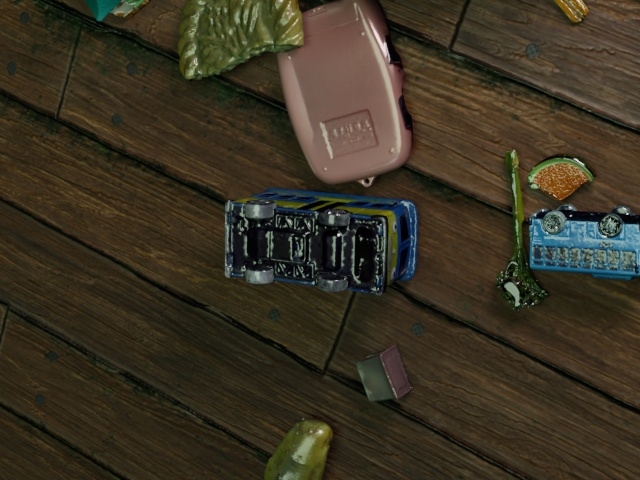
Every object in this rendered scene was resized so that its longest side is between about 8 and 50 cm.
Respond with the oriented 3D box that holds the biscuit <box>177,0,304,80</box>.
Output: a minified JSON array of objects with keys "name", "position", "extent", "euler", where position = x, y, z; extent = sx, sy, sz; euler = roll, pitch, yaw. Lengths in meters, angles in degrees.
[{"name":"biscuit","position":[-0.148,-0.379,2.058],"extent":[0.274,0.036,0.187],"euler":[-15,81,37]}]

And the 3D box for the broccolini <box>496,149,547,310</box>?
[{"name":"broccolini","position":[0.312,-0.016,1.943],"extent":[0.057,0.071,0.254],"euler":[-179,84,-67]}]

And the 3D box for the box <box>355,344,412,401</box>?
[{"name":"box","position":[0.106,0.229,2.067],"extent":[0.063,0.060,0.084],"euler":[-20,92,32]}]

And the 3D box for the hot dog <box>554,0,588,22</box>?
[{"name":"hot dog","position":[0.372,-0.365,1.846],"extent":[0.083,0.021,0.037],"euler":[53,137,4]}]

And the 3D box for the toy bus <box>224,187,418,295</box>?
[{"name":"toy bus","position":[0.000,0.000,2.005],"extent":[0.288,0.175,0.138],"euler":[6,102,24]}]

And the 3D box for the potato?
[{"name":"potato","position":[-0.038,0.396,2.154],"extent":[0.105,0.085,0.188],"euler":[31,107,15]}]

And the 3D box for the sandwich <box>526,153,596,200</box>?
[{"name":"sandwich","position":[0.370,-0.100,1.897],"extent":[0.101,0.026,0.069],"euler":[-35,88,29]}]

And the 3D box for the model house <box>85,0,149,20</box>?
[{"name":"model house","position":[-0.354,-0.452,2.100],"extent":[0.127,0.149,0.100],"euler":[-36,81,28]}]

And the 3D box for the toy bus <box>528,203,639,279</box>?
[{"name":"toy bus","position":[0.416,0.002,1.859],"extent":[0.185,0.090,0.106],"euler":[4,101,26]}]

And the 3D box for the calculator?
[{"name":"calculator","position":[0.037,-0.246,2.011],"extent":[0.220,0.048,0.329],"euler":[-15,93,26]}]
